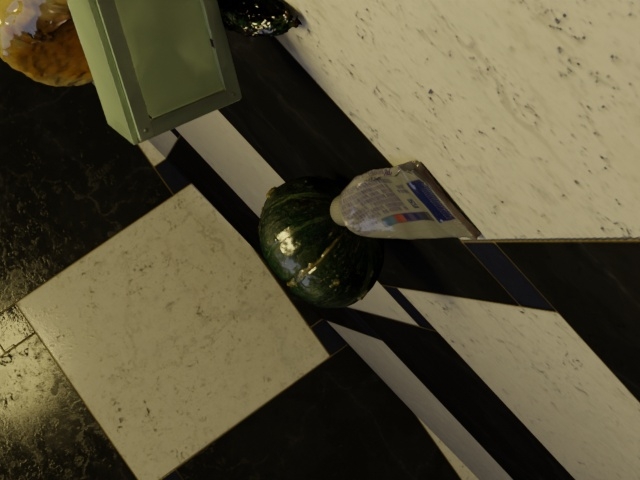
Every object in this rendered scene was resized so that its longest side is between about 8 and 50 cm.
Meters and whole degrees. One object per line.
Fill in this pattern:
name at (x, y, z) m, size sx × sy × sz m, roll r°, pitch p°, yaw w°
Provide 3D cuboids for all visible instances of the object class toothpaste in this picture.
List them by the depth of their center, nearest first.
toothpaste at (0.080, -0.042, 1.244) m, size 0.099 × 0.068 × 0.282 m, roll 17°, pitch 172°, yaw -21°

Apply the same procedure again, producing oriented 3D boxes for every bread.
bread at (-0.302, -0.302, 1.336) m, size 0.244 × 0.244 × 0.134 m, roll 66°, pitch -172°, yaw -68°

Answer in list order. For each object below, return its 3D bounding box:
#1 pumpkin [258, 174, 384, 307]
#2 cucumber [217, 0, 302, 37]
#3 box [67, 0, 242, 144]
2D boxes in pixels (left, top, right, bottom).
pumpkin at (0.001, 0.001, 1.445) m, size 0.190 × 0.146 × 0.190 m, roll 42°, pitch -143°, yaw -43°
cucumber at (-0.081, -0.241, 1.104) m, size 0.181 × 0.053 × 0.053 m, roll 30°, pitch 163°, yaw 53°
box at (-0.178, -0.229, 1.088) m, size 0.086 × 0.129 × 0.225 m, roll 36°, pitch 146°, yaw 50°
